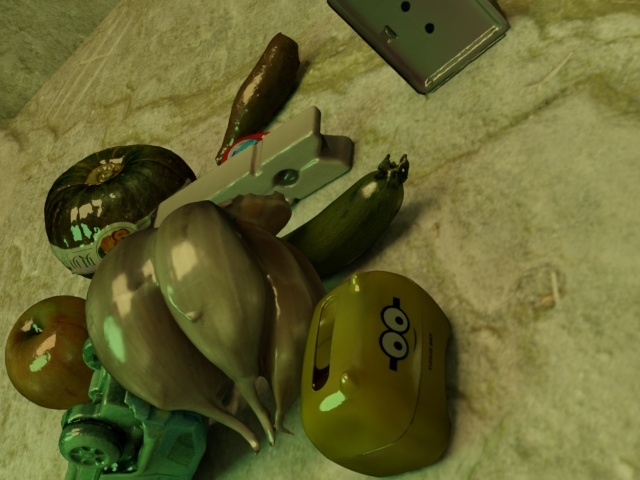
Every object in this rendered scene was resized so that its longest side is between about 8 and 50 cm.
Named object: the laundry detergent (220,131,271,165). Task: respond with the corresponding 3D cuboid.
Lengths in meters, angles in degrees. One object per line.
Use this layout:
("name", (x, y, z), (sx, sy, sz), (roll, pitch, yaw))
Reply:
("laundry detergent", (-0.082, -0.128, 1.325), (0.165, 0.049, 0.097), (3, 56, 52))

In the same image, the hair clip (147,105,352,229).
("hair clip", (-0.103, -0.070, 1.246), (0.331, 0.101, 0.085), (-27, 35, 33))

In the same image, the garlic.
("garlic", (-0.109, 0.073, 0.919), (0.210, 0.237, 0.292), (-35, 38, 27))

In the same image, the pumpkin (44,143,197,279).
("pumpkin", (-0.326, -0.040, 1.441), (0.260, 0.189, 0.260), (-12, 35, 9))

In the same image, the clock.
("clock", (0.119, -0.293, 1.074), (0.147, 0.192, 0.071), (-37, 32, 25))

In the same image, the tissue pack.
("tissue pack", (0.047, 0.117, 0.809), (0.123, 0.127, 0.178), (-31, 36, 37))

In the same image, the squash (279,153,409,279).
("squash", (0.000, 0.003, 1.042), (0.318, 0.071, 0.080), (-32, 52, 35))

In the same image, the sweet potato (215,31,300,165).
("sweet potato", (-0.100, -0.226, 1.431), (0.077, 0.077, 0.243), (17, 79, 58))

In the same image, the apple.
("apple", (-0.388, 0.172, 1.329), (0.182, 0.155, 0.182), (-21, 42, 20))

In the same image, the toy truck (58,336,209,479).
("toy truck", (-0.223, 0.229, 1.009), (0.155, 0.156, 0.279), (-89, 19, -47))
